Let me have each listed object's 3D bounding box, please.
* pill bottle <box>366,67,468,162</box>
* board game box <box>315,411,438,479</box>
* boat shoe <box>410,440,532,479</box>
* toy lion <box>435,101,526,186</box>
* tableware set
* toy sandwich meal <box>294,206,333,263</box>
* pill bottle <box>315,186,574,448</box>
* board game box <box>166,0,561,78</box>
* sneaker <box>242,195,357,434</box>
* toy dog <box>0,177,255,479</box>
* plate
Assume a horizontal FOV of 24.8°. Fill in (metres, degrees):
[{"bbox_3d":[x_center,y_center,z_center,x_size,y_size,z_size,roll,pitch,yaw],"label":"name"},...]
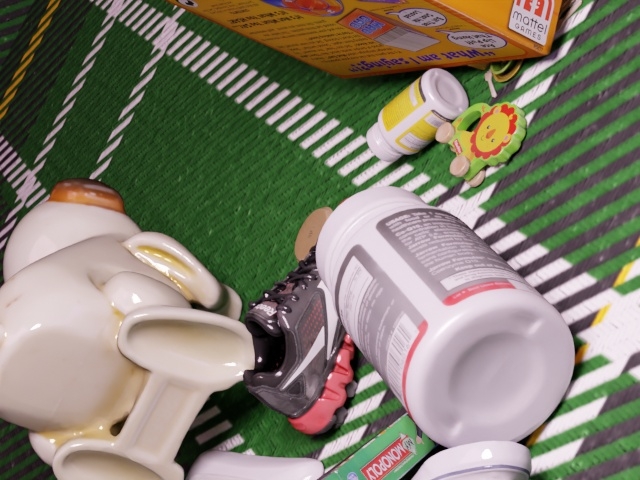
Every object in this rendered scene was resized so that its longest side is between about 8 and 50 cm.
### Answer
[{"bbox_3d":[0.105,-0.136,1.626,0.116,0.065,0.065,-37,40,40],"label":"pill bottle"},{"bbox_3d":[-0.039,0.285,1.396,0.317,0.213,0.046,-41,82,26],"label":"board game box"},{"bbox_3d":[0.109,0.265,1.324,0.258,0.095,0.084,-50,36,46],"label":"boat shoe"},{"bbox_3d":[0.174,-0.112,1.536,0.096,0.034,0.100,-45,35,21],"label":"toy lion"},{"bbox_3d":[0.214,-0.236,1.564,0.154,0.024,0.104,-48,34,30],"label":"tableware set"},{"bbox_3d":[0.000,0.000,1.741,0.085,0.029,0.085,-44,32,36],"label":"toy sandwich meal"},{"bbox_3d":[0.107,0.063,1.384,0.161,0.161,0.283,-59,30,12],"label":"pill bottle"},{"bbox_3d":[0.036,-0.407,1.547,0.356,0.356,0.356,2,75,54],"label":"board game box"},{"bbox_3d":[-0.007,0.067,1.596,0.097,0.135,0.276,-2,67,60],"label":"sneaker"},{"bbox_3d":[-0.294,0.100,1.793,0.408,0.395,0.284,-113,39,-62],"label":"toy dog"},{"bbox_3d":[-0.117,0.371,1.648,0.277,0.045,0.278,-8,62,57],"label":"plate"}]
